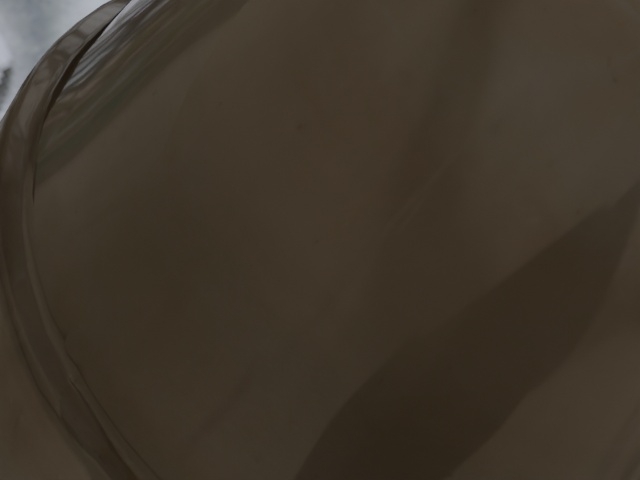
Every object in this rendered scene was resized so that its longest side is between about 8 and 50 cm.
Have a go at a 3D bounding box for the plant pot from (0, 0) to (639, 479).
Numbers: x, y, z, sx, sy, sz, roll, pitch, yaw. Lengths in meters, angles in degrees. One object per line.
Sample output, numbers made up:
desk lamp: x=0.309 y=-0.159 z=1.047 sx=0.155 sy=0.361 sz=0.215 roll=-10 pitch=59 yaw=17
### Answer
plant pot: x=0.069 y=-0.025 z=0.592 sx=0.323 sy=0.323 sz=0.280 roll=50 pitch=-44 yaw=11
